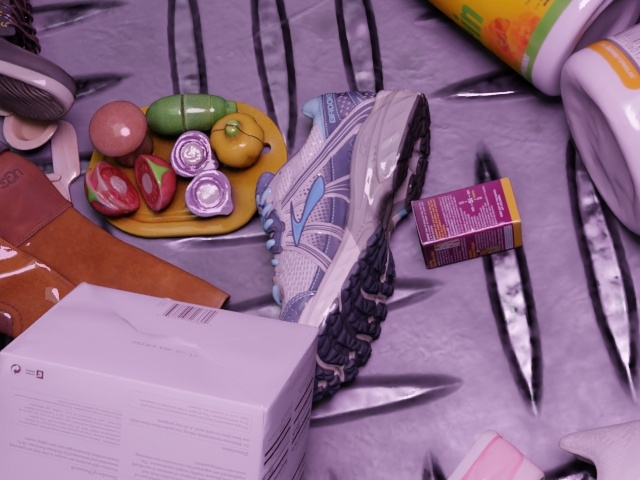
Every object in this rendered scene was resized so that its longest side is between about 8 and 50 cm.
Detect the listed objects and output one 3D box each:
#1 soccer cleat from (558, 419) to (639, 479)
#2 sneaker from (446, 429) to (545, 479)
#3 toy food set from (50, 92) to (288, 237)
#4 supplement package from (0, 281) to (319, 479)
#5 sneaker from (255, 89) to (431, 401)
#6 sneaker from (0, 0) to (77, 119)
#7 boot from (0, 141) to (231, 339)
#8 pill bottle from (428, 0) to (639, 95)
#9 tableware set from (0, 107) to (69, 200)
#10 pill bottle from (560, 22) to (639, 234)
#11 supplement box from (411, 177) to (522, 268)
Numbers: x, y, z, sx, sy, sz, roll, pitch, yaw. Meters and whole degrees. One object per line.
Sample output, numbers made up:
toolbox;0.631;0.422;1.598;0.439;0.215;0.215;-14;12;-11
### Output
soccer cleat;0.216;0.290;0.987;0.143;0.116;0.331;1;67;26
sneaker;0.120;0.215;1.048;0.070;0.051;0.134;32;73;23
toy food set;-0.140;-0.072;1.185;0.217;0.071;0.128;-5;69;7
supplement package;-0.118;0.163;1.005;0.194;0.149;0.203;11;111;12
sneaker;0.000;0.000;1.132;0.122;0.110;0.283;10;63;22
sneaker;-0.278;-0.188;1.221;0.222;0.083;0.118;22;71;35
boot;-0.254;0.080;1.125;0.280;0.096;0.264;36;72;-4
pill bottle;0.148;-0.247;1.171;0.136;0.136;0.245;-44;69;-8
tableware set;-0.290;-0.060;1.218;0.141;0.020;0.169;-15;63;11
pill bottle;0.344;-0.126;1.082;0.278;0.162;0.162;-24;68;-2
supplement box;0.121;-0.014;1.133;0.083;0.055;0.043;-14;67;3
